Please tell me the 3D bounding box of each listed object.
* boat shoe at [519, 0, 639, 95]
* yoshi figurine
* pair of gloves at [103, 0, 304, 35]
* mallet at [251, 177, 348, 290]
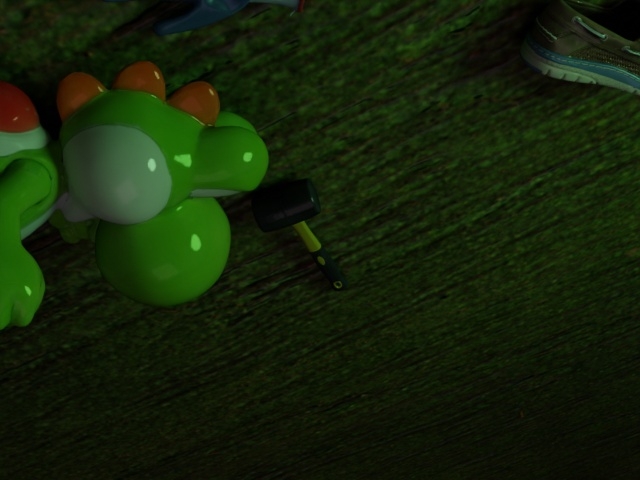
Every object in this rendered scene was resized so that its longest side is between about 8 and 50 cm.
[{"bbox_3d":[0.261,-0.164,0.635,0.183,0.066,0.066,0,137,-18],"label":"boat shoe"},{"bbox_3d":[-0.218,-0.011,0.589,0.362,0.204,0.203,-7,156,-13],"label":"yoshi figurine"},{"bbox_3d":[-0.071,-0.220,0.502,0.159,0.023,0.198,1,137,-16],"label":"pair of gloves"},{"bbox_3d":[0.000,0.000,0.777,0.062,0.039,0.190,-24,144,16],"label":"mallet"}]
